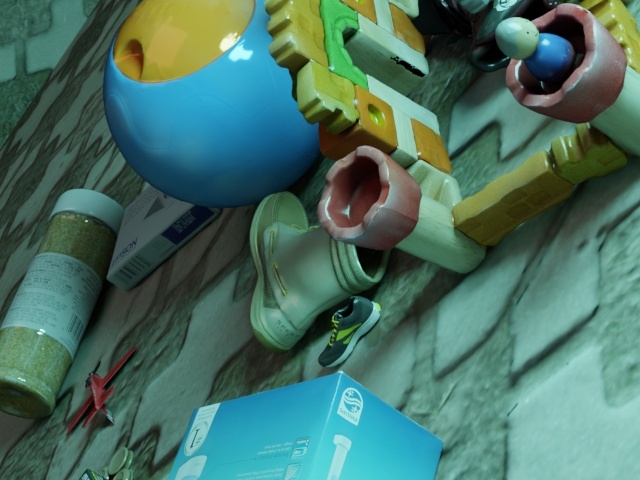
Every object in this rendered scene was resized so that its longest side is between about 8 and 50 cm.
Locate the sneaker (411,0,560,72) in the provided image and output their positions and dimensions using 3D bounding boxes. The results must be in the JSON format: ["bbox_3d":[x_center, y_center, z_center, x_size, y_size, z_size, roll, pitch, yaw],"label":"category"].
[{"bbox_3d":[0.161,-0.239,1.255,0.281,0.106,0.162,-15,48,52],"label":"sneaker"}]

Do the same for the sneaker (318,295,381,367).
[{"bbox_3d":[0.021,0.087,1.161,0.083,0.035,0.031,-51,25,7],"label":"sneaker"}]

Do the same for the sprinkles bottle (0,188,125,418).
[{"bbox_3d":[-0.398,0.089,1.781,0.121,0.121,0.355,-28,35,43],"label":"sprinkles bottle"}]

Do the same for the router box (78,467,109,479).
[{"bbox_3d":[-0.203,0.292,1.225,0.038,0.092,0.122,-56,25,-4],"label":"router box"}]

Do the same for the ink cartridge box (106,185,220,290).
[{"bbox_3d":[-0.220,-0.064,1.756,0.223,0.045,0.224,-38,29,31],"label":"ink cartridge box"}]

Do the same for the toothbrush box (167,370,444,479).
[{"bbox_3d":[-0.048,0.274,0.939,0.216,0.126,0.295,-22,39,47],"label":"toothbrush box"}]

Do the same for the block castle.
[{"bbox_3d":[0.107,-0.225,1.072,0.303,0.213,0.453,-34,49,34],"label":"block castle"}]

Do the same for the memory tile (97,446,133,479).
[{"bbox_3d":[-0.258,0.319,1.379,0.113,0.012,0.148,-44,27,20],"label":"memory tile"}]

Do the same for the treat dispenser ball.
[{"bbox_3d":[-0.121,-0.183,1.452,0.288,0.288,0.288,-40,28,27],"label":"treat dispenser ball"}]

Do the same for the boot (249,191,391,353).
[{"bbox_3d":[0.000,0.000,1.261,0.165,0.077,0.213,-37,35,32],"label":"boot"}]

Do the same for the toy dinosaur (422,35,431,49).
[{"bbox_3d":[0.106,-0.224,1.404,0.090,0.047,0.082,-14,64,40],"label":"toy dinosaur"}]

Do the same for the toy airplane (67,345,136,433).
[{"bbox_3d":[-0.296,0.205,1.568,0.151,0.028,0.151,-39,28,26],"label":"toy airplane"}]
